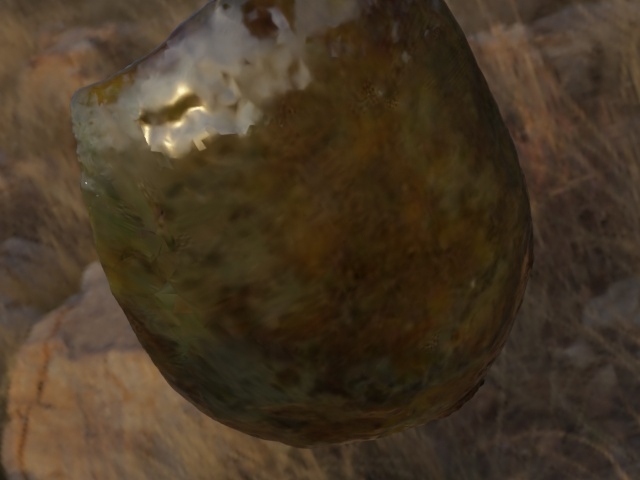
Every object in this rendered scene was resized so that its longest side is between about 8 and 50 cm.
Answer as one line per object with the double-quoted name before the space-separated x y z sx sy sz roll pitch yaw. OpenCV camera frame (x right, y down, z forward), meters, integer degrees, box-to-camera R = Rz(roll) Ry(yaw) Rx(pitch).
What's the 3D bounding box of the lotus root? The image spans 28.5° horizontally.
"lotus root" -0.004 0.003 0.673 0.210 0.314 0.142 -8 33 27
